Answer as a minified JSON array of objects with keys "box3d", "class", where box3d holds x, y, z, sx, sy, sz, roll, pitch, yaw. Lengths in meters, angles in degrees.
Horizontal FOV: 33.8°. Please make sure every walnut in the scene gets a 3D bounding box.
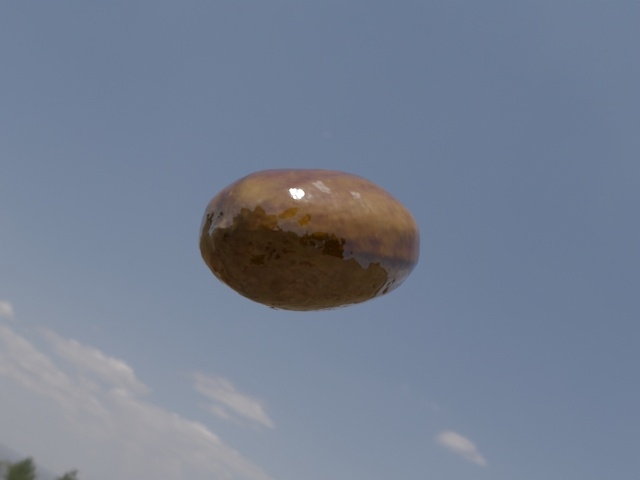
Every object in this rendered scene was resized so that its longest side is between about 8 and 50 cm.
[{"box3d":[0.000,0.000,0.782,0.207,0.116,0.115,1,4,-42],"class":"walnut"}]
